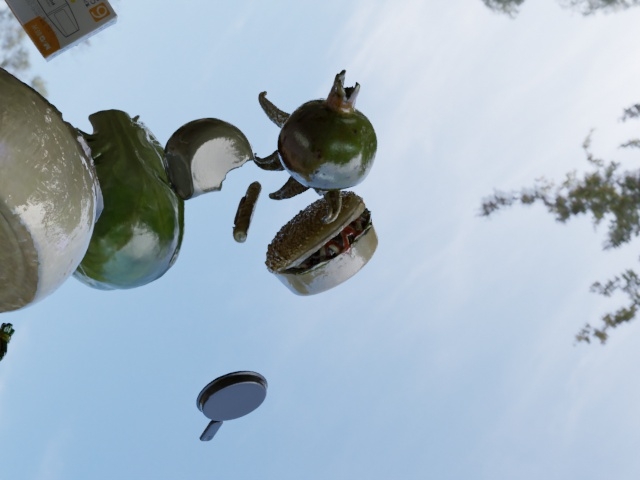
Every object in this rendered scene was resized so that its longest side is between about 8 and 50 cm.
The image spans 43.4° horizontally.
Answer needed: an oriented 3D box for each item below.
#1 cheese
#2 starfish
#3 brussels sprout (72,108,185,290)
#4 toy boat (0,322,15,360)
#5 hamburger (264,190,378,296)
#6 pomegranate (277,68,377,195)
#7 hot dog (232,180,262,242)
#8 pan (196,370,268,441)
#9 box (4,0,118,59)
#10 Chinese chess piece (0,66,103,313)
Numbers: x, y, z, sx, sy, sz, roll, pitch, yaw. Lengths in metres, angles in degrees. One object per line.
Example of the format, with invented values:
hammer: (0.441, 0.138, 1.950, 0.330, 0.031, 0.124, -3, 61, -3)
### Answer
cheese: (-0.243, -0.189, 1.795, 0.202, 0.175, 0.091, -20, -151, -29)
starfish: (-0.039, -0.184, 1.853, 0.327, 0.094, 0.375, 51, -36, 22)
brussels sprout: (-0.489, -0.063, 1.959, 0.342, 0.425, 0.361, -27, -118, -30)
toy boat: (-0.621, 0.192, 1.425, 0.089, 0.229, 0.088, 23, -86, 9)
hamburger: (0.000, 0.000, 1.950, 0.302, 0.170, 0.302, -30, -162, 11)
pomegranate: (0.023, -0.200, 1.561, 0.246, 0.198, 0.198, 127, -22, -56)
hot dog: (-0.189, -0.080, 2.054, 0.216, 0.047, 0.066, -78, -170, -46)
pan: (-0.178, 0.321, 1.503, 0.235, 0.136, 0.028, -60, -141, 39)
box: (-0.662, -0.611, 1.985, 0.220, 0.274, 0.091, -36, -164, -9)
Chinese chess piece: (-0.423, -0.066, 0.923, 0.338, 0.338, 0.140, -19, -146, 36)
